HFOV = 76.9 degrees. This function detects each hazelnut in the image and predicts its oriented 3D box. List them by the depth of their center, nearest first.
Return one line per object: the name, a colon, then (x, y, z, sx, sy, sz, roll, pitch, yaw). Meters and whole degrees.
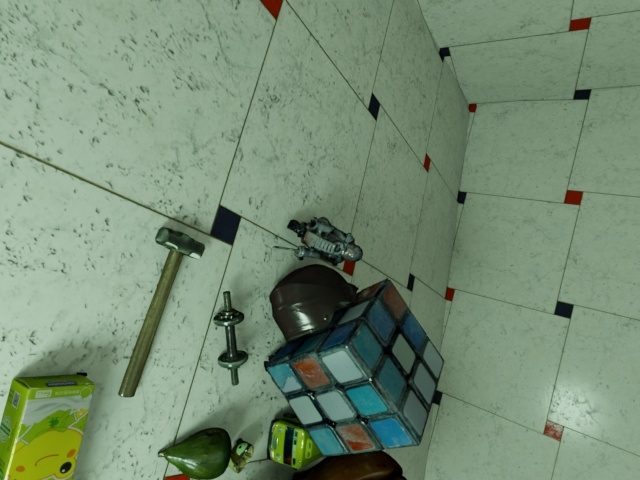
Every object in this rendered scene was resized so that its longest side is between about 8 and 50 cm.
hazelnut: (0.098, 0.865, 1.254, 0.402, 0.429, 0.402, 21, 43, -22)

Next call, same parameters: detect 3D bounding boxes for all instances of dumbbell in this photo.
dumbbell: (-0.232, 0.255, 1.048, 0.082, 0.082, 0.253, -16, 106, -54)

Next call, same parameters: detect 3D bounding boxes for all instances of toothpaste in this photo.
toothpaste: (-0.492, 0.396, 0.688, 0.110, 0.077, 0.327, 22, 75, -55)

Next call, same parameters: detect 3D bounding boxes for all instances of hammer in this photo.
hammer: (-0.362, 0.156, 0.890, 0.111, 0.043, 0.365, 33, 69, -53)

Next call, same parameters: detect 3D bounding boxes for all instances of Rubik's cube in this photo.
Rubik's cube: (0.116, 0.383, 1.219, 0.363, 0.359, 0.362, 56, 34, -2)

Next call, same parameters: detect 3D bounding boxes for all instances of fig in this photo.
fig: (-0.298, 0.518, 0.971, 0.177, 0.117, 0.117, 21, 76, -43)

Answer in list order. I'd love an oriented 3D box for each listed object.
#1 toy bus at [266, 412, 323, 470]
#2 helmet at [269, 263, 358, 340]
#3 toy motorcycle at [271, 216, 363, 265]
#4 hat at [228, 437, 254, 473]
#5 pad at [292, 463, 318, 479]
toy bus: (-0.040, 0.628, 1.305, 0.262, 0.150, 0.128, 14, 80, -55)
helmet: (-0.033, 0.164, 1.227, 0.177, 0.225, 0.305, 55, 36, -1)
toy motorcycle: (0.000, 0.000, 1.256, 0.401, 0.207, 0.134, 17, 104, -54)
hat: (-0.227, 0.591, 1.113, 0.077, 0.059, 0.076, -53, 150, -31)
pad: (-0.042, 0.898, 1.445, 0.233, 0.022, 0.174, 24, 74, -53)
